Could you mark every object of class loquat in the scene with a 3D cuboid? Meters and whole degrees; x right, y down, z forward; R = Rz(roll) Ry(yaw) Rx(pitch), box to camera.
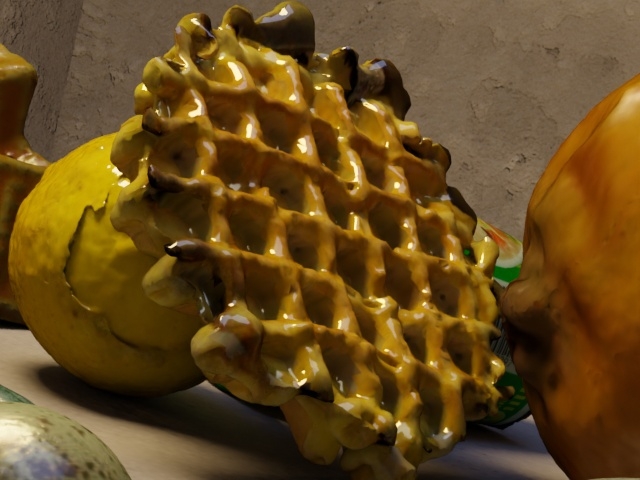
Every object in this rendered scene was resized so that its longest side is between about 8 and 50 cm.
[{"bbox_3d":[0.269,0.030,0.933,0.328,0.329,0.328,13,3,-1],"label":"loquat"}]

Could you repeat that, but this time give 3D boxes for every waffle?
[{"bbox_3d":[0.003,-0.006,0.937,0.329,0.329,0.062,9,-36,-46],"label":"waffle"}]

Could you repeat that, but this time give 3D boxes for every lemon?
[{"bbox_3d":[-0.114,0.014,1.005,0.193,0.181,0.180,0,-5,40],"label":"lemon"}]

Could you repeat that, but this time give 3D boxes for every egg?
[{"bbox_3d":[-0.104,0.093,0.495,0.085,0.085,0.110,10,-12,-39],"label":"egg"}]

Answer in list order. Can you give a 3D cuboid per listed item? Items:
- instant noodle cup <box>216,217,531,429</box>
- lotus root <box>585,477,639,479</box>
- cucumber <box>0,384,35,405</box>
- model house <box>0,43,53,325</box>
[{"bbox_3d":[0.058,0.041,1.156,0.232,0.207,0.207,19,0,-28],"label":"instant noodle cup"},{"bbox_3d":[0.128,0.140,0.665,0.088,0.088,0.165,10,-6,-34],"label":"lotus root"},{"bbox_3d":[-0.192,0.076,0.697,0.250,0.056,0.056,13,3,21],"label":"cucumber"},{"bbox_3d":[-0.296,-0.056,1.184,0.239,0.268,0.173,13,-17,-12],"label":"model house"}]
